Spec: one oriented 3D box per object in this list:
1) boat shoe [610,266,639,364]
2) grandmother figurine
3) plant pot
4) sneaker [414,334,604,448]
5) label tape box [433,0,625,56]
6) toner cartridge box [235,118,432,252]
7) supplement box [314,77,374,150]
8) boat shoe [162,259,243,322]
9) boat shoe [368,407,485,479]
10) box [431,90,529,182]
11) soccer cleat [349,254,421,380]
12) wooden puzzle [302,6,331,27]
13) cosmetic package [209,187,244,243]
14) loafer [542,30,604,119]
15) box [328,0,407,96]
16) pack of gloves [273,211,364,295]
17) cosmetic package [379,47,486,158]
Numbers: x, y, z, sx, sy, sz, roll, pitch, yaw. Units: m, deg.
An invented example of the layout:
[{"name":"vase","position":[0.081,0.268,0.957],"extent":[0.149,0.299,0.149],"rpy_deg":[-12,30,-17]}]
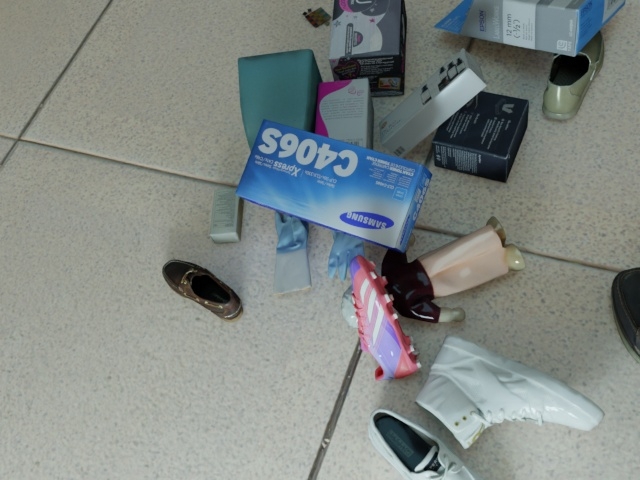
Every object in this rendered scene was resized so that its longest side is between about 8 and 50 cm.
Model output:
[{"name":"boat shoe","position":[0.599,0.183,1.213],"extent":[0.132,0.130,0.355],"rpy_deg":[-20,58,0]},{"name":"grandmother figurine","position":[0.194,0.068,1.390],"extent":[0.343,0.104,0.207],"rpy_deg":[-25,49,-6]},{"name":"plant pot","position":[-0.082,-0.264,1.610],"extent":[0.166,0.165,0.234],"rpy_deg":[-5,68,9]},{"name":"sneaker","position":[0.304,0.289,1.237],"extent":[0.293,0.108,0.169],"rpy_deg":[20,67,33]},{"name":"label tape box","position":[0.458,-0.540,1.634],"extent":[0.348,0.115,0.249],"rpy_deg":[24,54,33]},{"name":"toner cartridge box","position":[0.021,-0.108,1.424],"extent":[0.348,0.075,0.165],"rpy_deg":[19,88,22]},{"name":"supplement box","position":[0.053,-0.227,1.585],"extent":[0.111,0.114,0.220],"rpy_deg":[-2,61,12]},{"name":"boat shoe","position":[-0.241,0.088,1.486],"extent":[0.207,0.073,0.073],"rpy_deg":[26,69,26]},{"name":"boat shoe","position":[0.185,0.371,1.216],"extent":[0.096,0.088,0.267],"rpy_deg":[-41,60,-13]},{"name":"box","position":[0.332,-0.220,1.531],"extent":[0.158,0.093,0.156],"rpy_deg":[16,64,22]},{"name":"soccer cleat","position":[0.095,0.142,1.298],"extent":[0.095,0.248,0.083],"rpy_deg":[-23,21,12]},{"name":"wooden puzzle","position":[-0.006,-0.560,1.856],"extent":[0.049,0.006,0.083],"rpy_deg":[-33,59,-8]},{"name":"cosmetic package","position":[-0.198,-0.053,1.577],"extent":[0.060,0.041,0.115],"rpy_deg":[-3,60,10]},{"name":"loafer","position":[0.546,-0.380,1.580],"extent":[0.102,0.092,0.268],"rpy_deg":[14,64,20]},{"name":"box","position":[0.111,-0.468,1.697],"extent":[0.164,0.142,0.247],"rpy_deg":[-1,59,11]},{"name":"pack of gloves","position":[0.000,0.000,1.514],"extent":[0.195,0.046,0.232],"rpy_deg":[-14,56,19]},{"name":"cosmetic package","position":[0.224,-0.280,1.522],"extent":[0.239,0.060,0.099],"rpy_deg":[-40,26,28]}]
